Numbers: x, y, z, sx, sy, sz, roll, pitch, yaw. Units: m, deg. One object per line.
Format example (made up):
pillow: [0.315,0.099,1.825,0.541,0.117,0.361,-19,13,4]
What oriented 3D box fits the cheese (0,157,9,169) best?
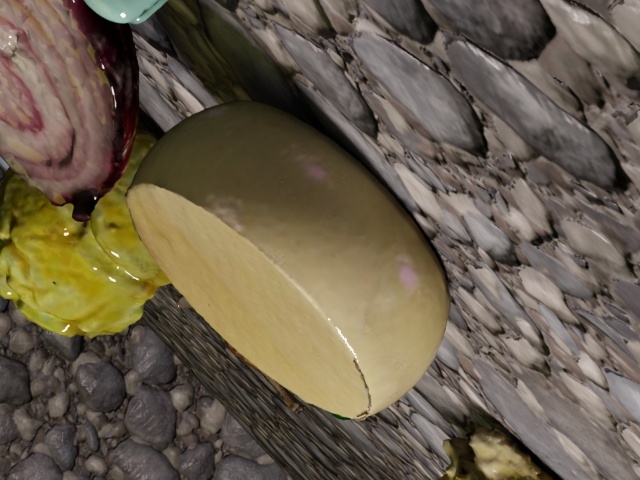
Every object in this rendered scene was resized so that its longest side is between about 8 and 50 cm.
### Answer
cheese: [-0.403,-0.135,2.247,0.245,0.052,0.135,32,-154,-13]

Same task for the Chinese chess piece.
Chinese chess piece: [-0.022,0.014,1.214,0.251,0.097,0.251,38,159,17]

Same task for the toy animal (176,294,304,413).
toy animal: [-0.102,0.085,1.950,0.260,0.087,0.243,45,168,-5]

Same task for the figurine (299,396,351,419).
figurine: [-0.005,0.097,1.569,0.147,0.093,0.197,59,169,-8]

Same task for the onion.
onion: [-0.233,-0.184,1.368,0.314,0.146,0.280,48,145,-7]

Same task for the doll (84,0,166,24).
doll: [-0.159,-0.212,1.128,0.158,0.059,0.159,50,168,-14]

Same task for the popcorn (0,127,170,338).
popcorn: [-0.224,-0.014,1.693,0.204,0.221,0.183,57,-169,-9]

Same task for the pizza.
pizza: [0.182,0.262,1.471,0.223,0.089,0.323,44,169,2]
